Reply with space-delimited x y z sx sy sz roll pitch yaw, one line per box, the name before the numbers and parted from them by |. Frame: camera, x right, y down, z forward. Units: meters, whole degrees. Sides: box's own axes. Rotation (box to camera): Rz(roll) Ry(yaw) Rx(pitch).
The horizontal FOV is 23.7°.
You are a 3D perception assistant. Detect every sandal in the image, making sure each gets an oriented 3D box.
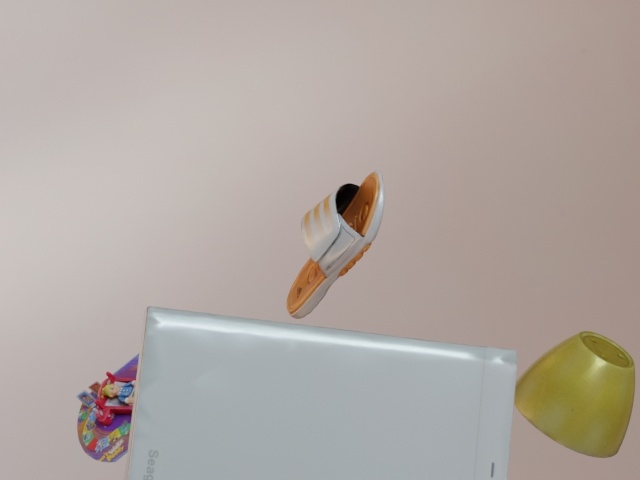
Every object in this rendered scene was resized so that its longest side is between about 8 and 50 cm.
sandal | 0.000 0.008 2.081 0.265 0.076 0.102 -54 -154 33

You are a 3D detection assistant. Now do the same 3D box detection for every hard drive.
hard drive | 0.000 0.172 1.235 0.040 0.307 0.203 151 -54 -77

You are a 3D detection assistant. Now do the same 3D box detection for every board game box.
board game box | -0.242 0.193 1.885 0.033 0.168 0.133 47 7 -40

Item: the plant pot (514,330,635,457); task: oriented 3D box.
plant pot | 0.287 0.156 1.650 0.095 0.134 0.134 -63 -153 22
